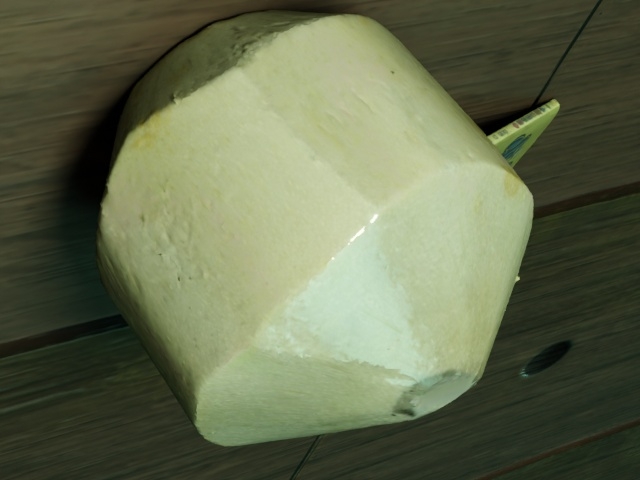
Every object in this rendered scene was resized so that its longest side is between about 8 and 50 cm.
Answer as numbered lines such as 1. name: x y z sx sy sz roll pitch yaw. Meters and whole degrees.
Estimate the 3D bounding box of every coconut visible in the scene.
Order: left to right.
1. coconut: -0.001 0.004 0.994 0.241 0.241 0.241 -26 155 -14

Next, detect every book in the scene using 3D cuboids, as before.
1. book: 0.068 -0.013 1.230 0.192 0.013 0.168 -30 162 -53
